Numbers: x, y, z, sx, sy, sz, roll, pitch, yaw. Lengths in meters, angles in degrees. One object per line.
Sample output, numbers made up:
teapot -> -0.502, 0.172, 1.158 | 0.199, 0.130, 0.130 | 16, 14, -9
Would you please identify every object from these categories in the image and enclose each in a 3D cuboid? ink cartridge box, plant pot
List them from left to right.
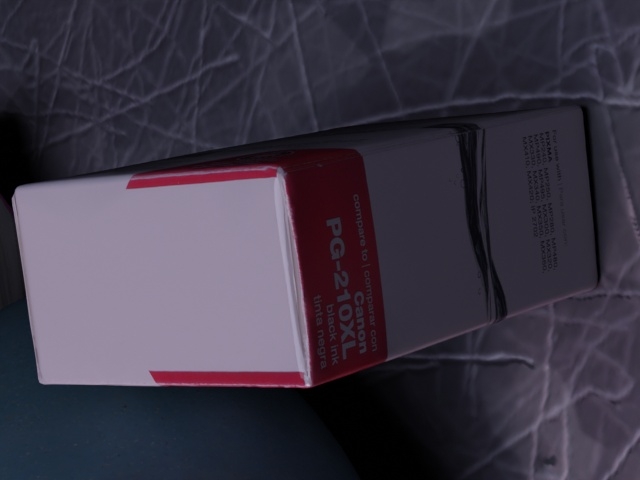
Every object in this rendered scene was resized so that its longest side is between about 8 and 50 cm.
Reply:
plant pot -> -0.119, 0.140, 1.080 | 0.290, 0.290, 0.195 | -50, 40, 33
ink cartridge box -> 0.000, 0.000, 0.957 | 0.172, 0.237, 0.100 | -3, 97, 40

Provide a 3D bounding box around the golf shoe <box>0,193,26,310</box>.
golf shoe -> -0.214, 0.056, 1.234 | 0.115, 0.140, 0.306 | -1, 116, 32
